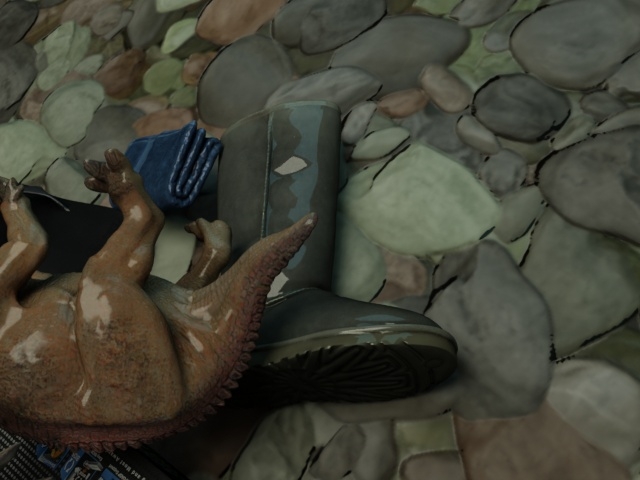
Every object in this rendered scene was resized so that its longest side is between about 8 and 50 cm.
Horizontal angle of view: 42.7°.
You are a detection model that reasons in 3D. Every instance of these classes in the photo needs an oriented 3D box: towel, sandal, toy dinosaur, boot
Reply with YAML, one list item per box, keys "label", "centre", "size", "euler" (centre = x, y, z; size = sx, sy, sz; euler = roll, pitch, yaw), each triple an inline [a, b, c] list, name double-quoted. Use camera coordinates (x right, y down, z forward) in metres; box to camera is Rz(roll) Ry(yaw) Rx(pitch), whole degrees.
- label: "towel"
  centre: [-0.125, -0.053, 0.624]
  size: [0.119, 0.029, 0.067]
  euler: [1, 65, 52]
- label: "sandal"
  centre: [-0.248, -0.010, 0.669]
  size: [0.254, 0.054, 0.097]
  euler: [4, 63, 29]
- label: "toy dinosaur"
  centre: [-0.135, 0.073, 0.450]
  size: [0.296, 0.127, 0.200]
  euler: [-9, 62, 6]
- label: "boot"
  centre: [0.000, -0.001, 0.535]
  size: [0.190, 0.076, 0.208]
  euler: [-7, 51, 23]

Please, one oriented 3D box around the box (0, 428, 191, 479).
- label: "box"
  centre: [-0.194, 0.203, 0.504]
  size: [0.270, 0.060, 0.216]
  euler: [26, 73, 36]
